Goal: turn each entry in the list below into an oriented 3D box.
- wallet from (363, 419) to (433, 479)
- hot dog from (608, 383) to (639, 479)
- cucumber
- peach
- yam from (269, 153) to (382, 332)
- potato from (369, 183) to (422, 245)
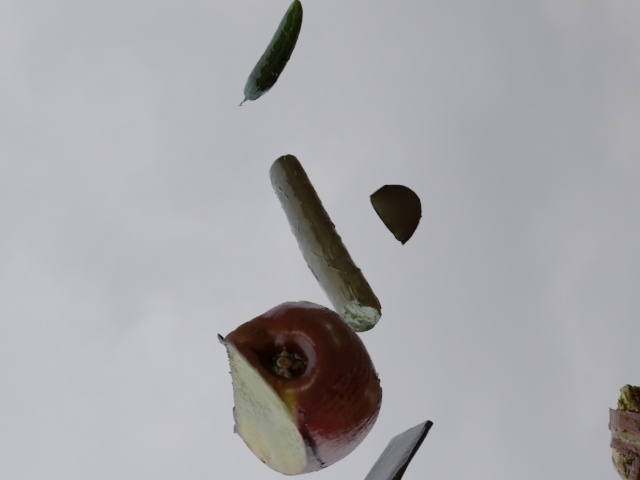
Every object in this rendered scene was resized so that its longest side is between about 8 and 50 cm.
[{"bbox_3d":[0.124,0.461,2.296,0.030,0.146,0.285,45,-135,-5],"label":"wallet"},{"bbox_3d":[0.648,0.388,2.355,0.103,0.146,0.213,28,-114,-71],"label":"hot dog"},{"bbox_3d":[-0.062,-0.253,1.631,0.039,0.168,0.039,29,-171,-5],"label":"cucumber"},{"bbox_3d":[-0.010,0.186,1.370,0.154,0.159,0.267,46,153,30],"label":"peach"},{"bbox_3d":[0.000,0.000,1.962,0.083,0.083,0.371,35,-160,-47],"label":"yam"},{"bbox_3d":[0.119,-0.052,1.809,0.096,0.066,0.103,57,-176,-11],"label":"potato"}]
